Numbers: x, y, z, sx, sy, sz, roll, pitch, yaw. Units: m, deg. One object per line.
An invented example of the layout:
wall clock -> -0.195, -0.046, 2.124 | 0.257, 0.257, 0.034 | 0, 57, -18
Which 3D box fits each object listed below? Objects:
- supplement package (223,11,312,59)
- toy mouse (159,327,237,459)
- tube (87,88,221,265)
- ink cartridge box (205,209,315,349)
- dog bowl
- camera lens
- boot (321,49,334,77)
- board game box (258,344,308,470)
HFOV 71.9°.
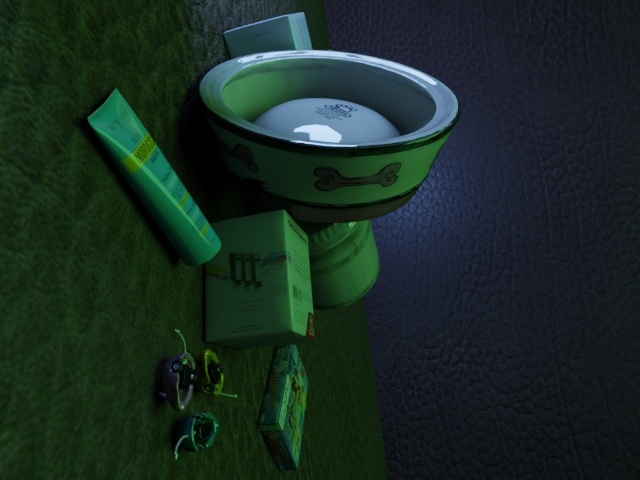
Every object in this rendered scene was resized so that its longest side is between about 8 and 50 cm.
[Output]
supplement package -> -0.097, -0.413, 0.973 | 0.244, 0.139, 0.133 | -77, 155, -61
toy mouse -> -0.149, 0.182, 0.496 | 0.143, 0.031, 0.160 | -82, 159, -58
tube -> -0.183, -0.061, 0.499 | 0.080, 0.052, 0.207 | -101, 168, -54
ink cartridge box -> -0.087, 0.062, 0.658 | 0.128, 0.128, 0.176 | 53, 30, -66
dog bowl -> 0.010, -0.185, 0.740 | 0.407, 0.409, 0.150 | -85, 180, -52
camera lens -> 0.000, 0.000, 0.922 | 0.274, 0.220, 0.219 | 68, 17, -50
boot -> 0.001, -0.312, 0.967 | 0.152, 0.073, 0.197 | -89, -161, -65
board game box -> -0.064, 0.301, 0.835 | 0.201, 0.035, 0.136 | -81, 159, -59
